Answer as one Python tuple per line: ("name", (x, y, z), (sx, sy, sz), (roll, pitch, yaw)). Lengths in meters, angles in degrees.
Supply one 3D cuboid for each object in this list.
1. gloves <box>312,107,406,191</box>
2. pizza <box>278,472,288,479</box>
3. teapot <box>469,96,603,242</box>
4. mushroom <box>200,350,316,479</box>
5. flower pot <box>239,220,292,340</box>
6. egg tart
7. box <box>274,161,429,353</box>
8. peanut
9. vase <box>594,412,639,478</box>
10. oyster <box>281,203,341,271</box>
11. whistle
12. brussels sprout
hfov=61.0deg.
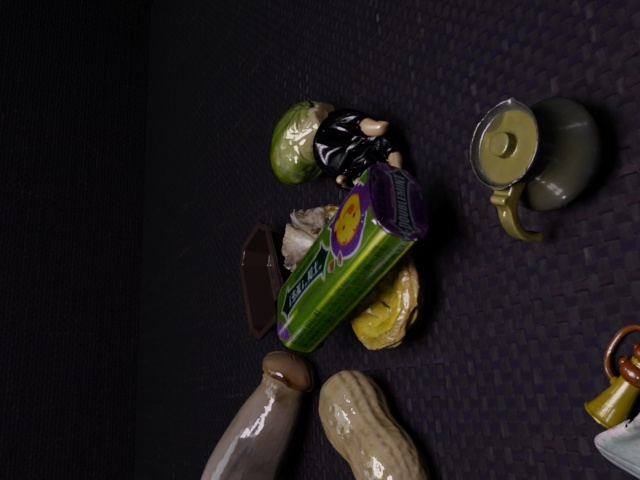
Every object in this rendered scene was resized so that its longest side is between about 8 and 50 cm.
("gloves", (0.072, -0.144, 0.932), (0.203, 0.124, 0.165), (37, 138, 34))
("pizza", (-0.129, 0.636, 1.178), (0.280, 0.075, 0.288), (-27, 60, 56))
("teapot", (0.240, -0.082, 0.615), (0.130, 0.119, 0.166), (20, 103, 61))
("mushroom", (-0.138, 0.416, 1.084), (0.408, 0.154, 0.137), (-69, 19, 0))
("flower pot", (-0.105, 0.090, 1.230), (0.179, 0.084, 0.251), (-50, 45, 44))
("egg tart", (0.108, 0.083, 0.864), (0.191, 0.074, 0.192), (-18, 69, 60))
("box", (0.034, 0.045, 0.840), (0.346, 0.097, 0.134), (126, 151, -44))
("peanut", (0.082, 0.314, 0.835), (0.257, 0.123, 0.124), (53, 130, 44))
("vase", (0.343, 0.260, 0.274), (0.250, 0.249, 0.446), (-61, 33, 35))
("oyster", (0.004, -0.001, 1.030), (0.341, 0.110, 0.167), (-35, 42, 57))
("whistle", (0.312, 0.133, 0.546), (0.046, 0.057, 0.109), (26, 103, 12))
("brussels sprout", (-0.030, -0.199, 1.088), (0.180, 0.161, 0.144), (-40, 87, 33))
